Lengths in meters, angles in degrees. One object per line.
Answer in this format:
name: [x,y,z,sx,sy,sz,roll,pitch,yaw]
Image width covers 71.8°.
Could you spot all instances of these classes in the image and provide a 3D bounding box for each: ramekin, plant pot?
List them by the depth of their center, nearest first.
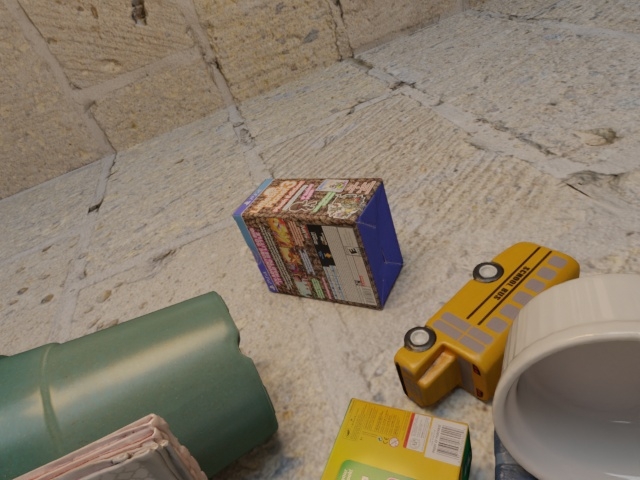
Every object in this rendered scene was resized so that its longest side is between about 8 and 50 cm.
ramekin: [0.351,0.171,0.515,0.277,0.277,0.135,-2,30,25]
plant pot: [-0.265,0.260,0.683,0.334,0.341,0.341,-23,35,-18]

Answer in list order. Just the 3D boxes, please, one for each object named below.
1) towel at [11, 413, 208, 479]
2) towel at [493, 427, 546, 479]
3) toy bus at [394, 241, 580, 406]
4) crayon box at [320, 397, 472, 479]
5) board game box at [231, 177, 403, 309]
towel: [-0.251,0.377,0.490,0.317,0.331,0.053,-25,29,-7]
towel: [0.269,0.295,0.593,0.067,0.029,0.119,-4,40,23]
toy bus: [0.276,0.141,0.728,0.333,0.108,0.130,-37,40,-22]
crayon box: [0.074,0.344,0.530,0.166,0.081,0.278,3,41,28]
board game box: [0.000,0.000,0.944,0.291,0.232,0.141,5,42,31]
